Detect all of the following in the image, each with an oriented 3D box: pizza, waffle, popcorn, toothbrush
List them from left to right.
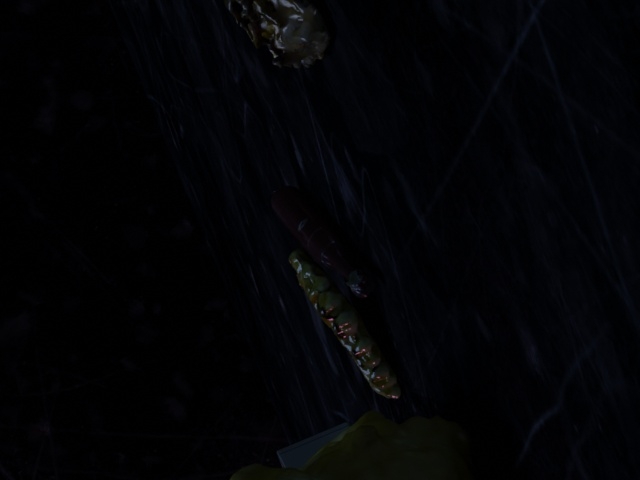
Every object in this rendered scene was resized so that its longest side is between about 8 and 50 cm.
[{"bbox_3d":[-0.052,-0.214,1.454,0.147,0.069,0.226,84,163,-55],"label":"pizza"},{"bbox_3d":[0.001,0.001,1.758,0.364,0.041,0.041,-130,20,-69],"label":"toothbrush"},{"bbox_3d":[0.027,0.091,1.773,0.169,0.036,0.183,57,178,-32],"label":"waffle"},{"bbox_3d":[0.048,0.305,1.418,0.312,0.312,0.312,159,90,-82],"label":"popcorn"}]

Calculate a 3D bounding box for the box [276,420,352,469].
[{"bbox_3d":[0.055,0.406,2.204,0.225,0.117,0.225,-126,16,-60],"label":"box"}]
